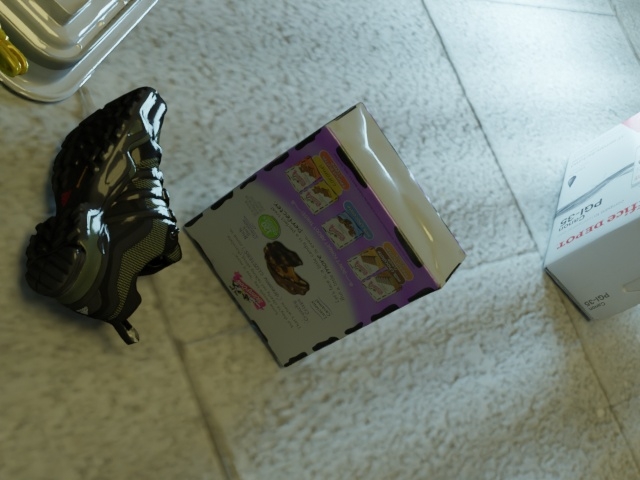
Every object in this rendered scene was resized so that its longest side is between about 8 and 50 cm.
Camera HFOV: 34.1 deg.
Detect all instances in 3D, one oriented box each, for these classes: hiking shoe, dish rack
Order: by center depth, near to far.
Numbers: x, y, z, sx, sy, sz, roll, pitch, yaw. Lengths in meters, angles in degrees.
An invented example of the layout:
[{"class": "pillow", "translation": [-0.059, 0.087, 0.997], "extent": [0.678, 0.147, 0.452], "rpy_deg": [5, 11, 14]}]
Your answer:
[{"class": "hiking shoe", "translation": [-0.165, -0.026, 0.871], "extent": [0.114, 0.086, 0.227], "rpy_deg": [46, 43, -37]}, {"class": "dish rack", "translation": [-0.261, -0.310, 0.949], "extent": [0.285, 0.072, 0.333], "rpy_deg": [45, 39, -16]}]

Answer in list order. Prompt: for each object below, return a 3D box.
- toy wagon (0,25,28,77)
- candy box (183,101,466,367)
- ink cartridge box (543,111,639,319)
[{"class": "toy wagon", "translation": [-0.340, -0.074, 0.708], "extent": [0.267, 0.068, 0.344], "rpy_deg": [54, 37, -7]}, {"class": "candy box", "translation": [0.000, 0.000, 0.924], "extent": [0.165, 0.196, 0.070], "rpy_deg": [55, 37, -5]}, {"class": "ink cartridge box", "translation": [0.439, -0.052, 1.432], "extent": [0.117, 0.207, 0.283], "rpy_deg": [45, 40, -16]}]
